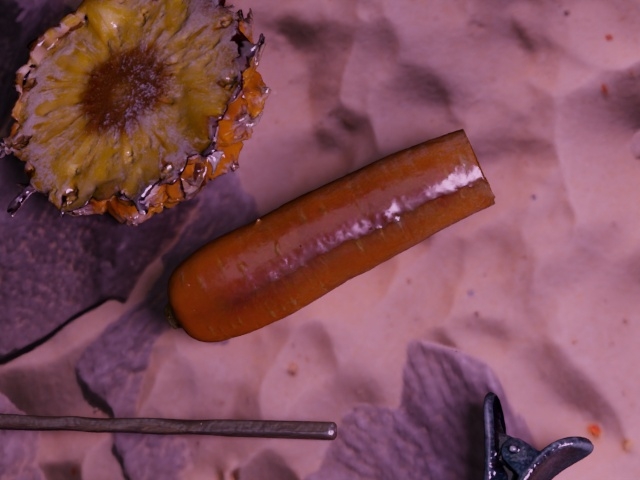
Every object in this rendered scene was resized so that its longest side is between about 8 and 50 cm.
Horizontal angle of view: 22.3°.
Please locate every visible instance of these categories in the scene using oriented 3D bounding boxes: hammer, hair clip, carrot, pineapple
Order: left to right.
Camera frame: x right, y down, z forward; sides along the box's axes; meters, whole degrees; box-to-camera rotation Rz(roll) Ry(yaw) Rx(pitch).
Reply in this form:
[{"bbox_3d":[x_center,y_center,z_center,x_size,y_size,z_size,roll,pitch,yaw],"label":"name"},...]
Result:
[{"bbox_3d":[-0.132,0.117,1.036,0.292,0.058,0.029,0,71,15],"label":"hammer"},{"bbox_3d":[-0.134,-0.094,1.138,0.221,0.047,0.221,-10,60,18],"label":"pineapple"},{"bbox_3d":[0.000,0.000,1.029,0.225,0.067,0.067,-27,60,4],"label":"carrot"},{"bbox_3d":[0.073,0.200,0.924,0.070,0.039,0.229,25,77,26],"label":"hair clip"}]
